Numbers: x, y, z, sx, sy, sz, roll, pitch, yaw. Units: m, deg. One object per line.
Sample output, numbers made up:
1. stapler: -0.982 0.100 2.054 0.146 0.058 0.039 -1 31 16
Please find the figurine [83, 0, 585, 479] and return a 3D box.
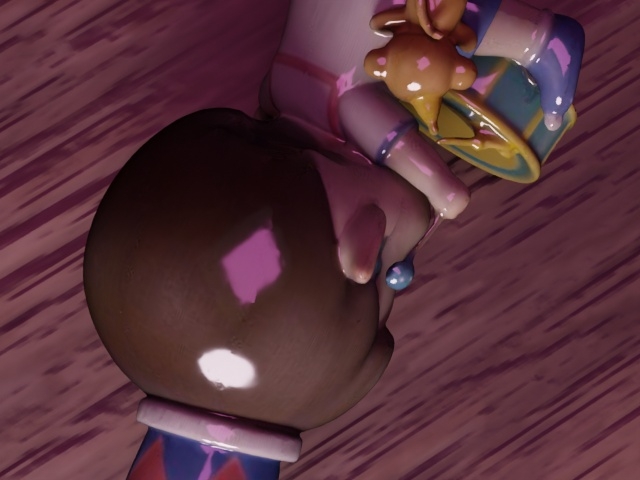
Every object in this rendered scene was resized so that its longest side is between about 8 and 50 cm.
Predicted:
1. figurine: -0.006 -0.005 0.622 0.275 0.161 0.158 -51 127 -5
